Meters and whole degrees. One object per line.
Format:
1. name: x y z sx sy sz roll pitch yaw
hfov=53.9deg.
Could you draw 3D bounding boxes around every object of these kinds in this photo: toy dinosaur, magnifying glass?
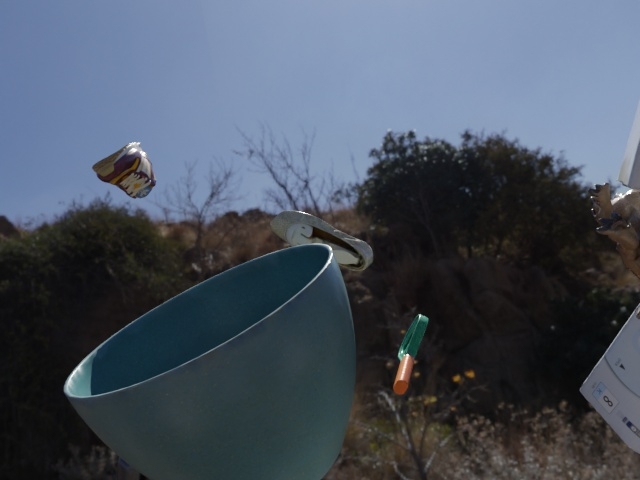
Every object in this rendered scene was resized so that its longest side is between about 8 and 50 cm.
1. toy dinosaur: 0.452 0.004 0.856 0.127 0.296 0.200 -16 -48 23
2. magnifying glass: 0.160 0.207 1.145 0.092 0.026 0.231 -65 -4 23

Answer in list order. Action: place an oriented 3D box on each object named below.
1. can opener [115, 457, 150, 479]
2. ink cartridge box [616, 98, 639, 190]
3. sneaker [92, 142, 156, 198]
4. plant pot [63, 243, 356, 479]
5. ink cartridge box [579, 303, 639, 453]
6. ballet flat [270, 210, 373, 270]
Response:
1. can opener: -0.346 0.472 1.120 0.074 0.093 0.280 -19 -45 -48
2. ink cartridge box: 0.484 -0.186 0.684 0.223 0.308 0.129 14 13 19
3. sneaker: -0.300 -0.106 1.002 0.069 0.084 0.185 -29 14 5
4. plant pot: -0.078 0.155 0.649 0.290 0.195 0.290 -25 11 5
5. ink cartridge box: 0.662 0.319 1.094 0.091 0.385 0.308 -17 -39 -21
6. ballet flat: 0.000 0.000 0.943 0.168 0.057 0.052 19 23 5
